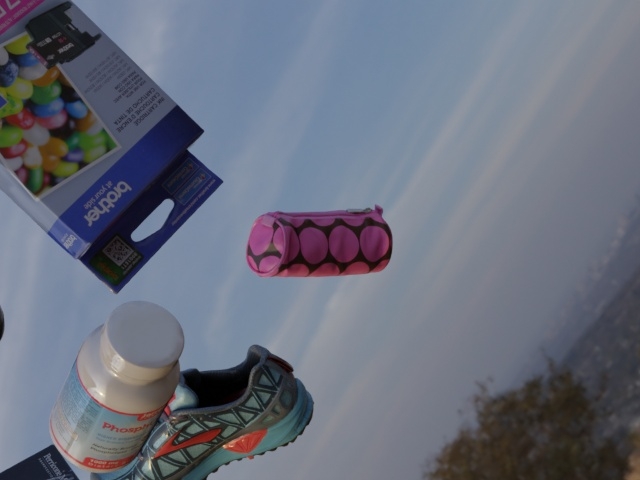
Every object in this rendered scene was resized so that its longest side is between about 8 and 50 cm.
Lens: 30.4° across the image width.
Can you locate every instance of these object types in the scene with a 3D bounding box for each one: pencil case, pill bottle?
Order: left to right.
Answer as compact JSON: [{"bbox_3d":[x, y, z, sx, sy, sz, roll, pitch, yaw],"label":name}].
[{"bbox_3d":[-0.170,0.123,0.995,0.087,0.087,0.160,-43,-11,-45],"label":"pill bottle"},{"bbox_3d":[0.000,0.000,1.646,0.209,0.095,0.098,-4,-62,-39],"label":"pencil case"}]

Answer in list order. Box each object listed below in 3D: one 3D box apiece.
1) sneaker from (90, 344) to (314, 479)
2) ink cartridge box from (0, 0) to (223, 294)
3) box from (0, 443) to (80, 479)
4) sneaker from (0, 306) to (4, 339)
[{"bbox_3d":[-0.146,0.193,1.291,0.262,0.125,0.104,-27,32,0],"label":"sneaker"},{"bbox_3d":[-0.252,-0.118,1.166,0.186,0.311,0.065,-49,9,-31],"label":"ink cartridge box"},{"bbox_3d":[-0.490,0.561,1.946,0.312,0.343,0.179,-27,-48,-24],"label":"box"},{"bbox_3d":[-0.432,0.047,1.269,0.086,0.229,0.132,-33,18,3],"label":"sneaker"}]
